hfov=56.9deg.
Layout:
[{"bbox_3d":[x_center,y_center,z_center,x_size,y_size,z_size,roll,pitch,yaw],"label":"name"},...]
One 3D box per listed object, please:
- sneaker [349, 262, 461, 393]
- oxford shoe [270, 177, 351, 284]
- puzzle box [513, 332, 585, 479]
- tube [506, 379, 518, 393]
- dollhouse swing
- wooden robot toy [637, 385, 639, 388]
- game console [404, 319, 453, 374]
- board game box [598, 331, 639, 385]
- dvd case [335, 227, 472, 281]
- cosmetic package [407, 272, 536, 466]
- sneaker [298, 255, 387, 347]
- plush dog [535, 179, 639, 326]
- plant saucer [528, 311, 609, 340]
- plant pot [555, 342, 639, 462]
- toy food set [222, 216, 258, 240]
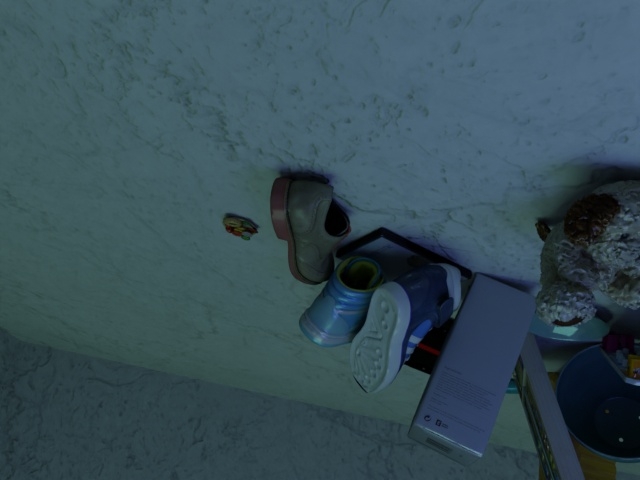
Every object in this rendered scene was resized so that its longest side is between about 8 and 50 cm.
[{"bbox_3d":[0.205,0.187,1.289,0.236,0.130,0.322,-16,136,-31],"label":"sneaker"},{"bbox_3d":[0.000,0.000,1.192,0.130,0.123,0.348,1,154,13],"label":"oxford shoe"},{"bbox_3d":[0.579,0.472,1.525,0.052,0.408,0.272,-12,141,7],"label":"puzzle box"},{"bbox_3d":[0.652,0.495,1.991,0.207,0.052,0.080,3,158,9],"label":"tube"},{"bbox_3d":[0.796,0.572,1.723,0.315,0.346,0.305,15,154,-4],"label":"dollhouse swing"},{"bbox_3d":[0.849,0.362,1.573,0.173,0.079,0.076,-7,148,36],"label":"wooden robot toy"},{"bbox_3d":[0.365,0.321,1.771,0.387,0.060,0.342,25,147,-25],"label":"game console"},{"bbox_3d":[0.814,0.260,1.220,0.390,0.050,0.390,4,-179,18],"label":"board game box"},{"bbox_3d":[0.185,0.053,1.323,0.253,0.022,0.180,25,153,-23],"label":"dvd case"},{"bbox_3d":[0.332,0.283,1.300,0.155,0.365,0.197,24,159,15],"label":"cosmetic package"},{"bbox_3d":[0.110,0.126,1.350,0.127,0.208,0.319,43,-154,24],"label":"sneaker"},{"bbox_3d":[0.452,-0.007,0.936,0.263,0.210,0.225,-9,146,-20],"label":"plush dog"},{"bbox_3d":[0.576,0.188,1.395,0.195,0.037,0.195,11,154,5],"label":"plant saucer"},{"bbox_3d":[0.761,0.431,1.491,0.290,0.290,0.195,-2,146,29],"label":"plant pot"},{"bbox_3d":[-0.182,-0.029,1.335,0.083,0.020,0.083,19,154,-12],"label":"toy food set"}]
